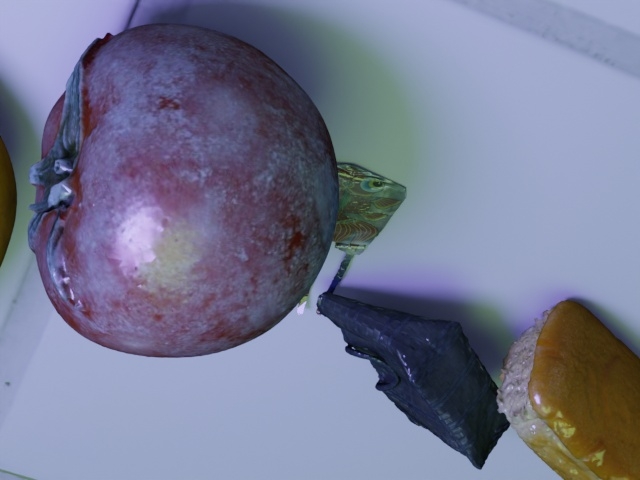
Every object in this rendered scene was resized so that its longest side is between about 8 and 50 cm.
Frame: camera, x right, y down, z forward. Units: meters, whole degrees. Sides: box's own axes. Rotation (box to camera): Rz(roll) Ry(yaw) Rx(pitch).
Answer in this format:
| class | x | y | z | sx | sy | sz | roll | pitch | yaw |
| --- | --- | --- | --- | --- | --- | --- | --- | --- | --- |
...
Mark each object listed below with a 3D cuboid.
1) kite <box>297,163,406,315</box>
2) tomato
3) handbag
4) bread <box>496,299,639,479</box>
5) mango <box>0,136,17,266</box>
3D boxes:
| class | x | y | z | sx | sy | sz | roll | pitch | yaw |
| --- | --- | --- | --- | --- | --- | --- | --- | --- | --- |
| kite | 0.000 | -0.002 | 1.605 | 0.127 | 0.016 | 0.229 | 19 | 131 | -8 |
| tomato | -0.135 | -0.043 | 1.368 | 0.283 | 0.316 | 0.316 | 11 | 138 | -27 |
| handbag | 0.111 | 0.156 | 1.670 | 0.175 | 0.088 | 0.270 | 18 | 154 | 45 |
| bread | 0.302 | 0.189 | 1.646 | 0.121 | 0.174 | 0.245 | -26 | 119 | 34 |
| mango | -0.481 | -0.010 | 1.508 | 0.300 | 0.232 | 0.445 | 30 | 124 | -16 |
